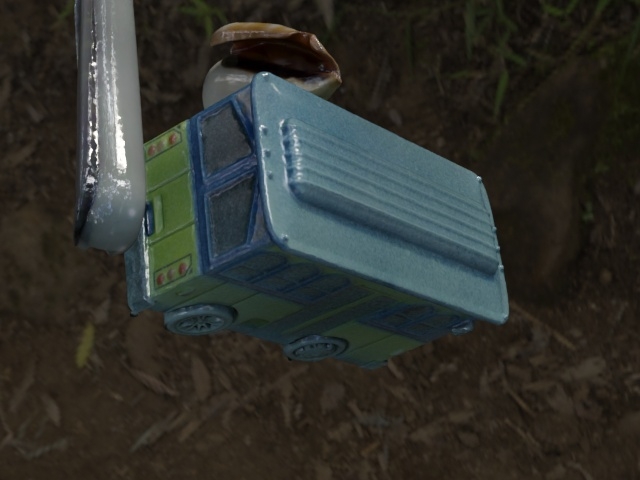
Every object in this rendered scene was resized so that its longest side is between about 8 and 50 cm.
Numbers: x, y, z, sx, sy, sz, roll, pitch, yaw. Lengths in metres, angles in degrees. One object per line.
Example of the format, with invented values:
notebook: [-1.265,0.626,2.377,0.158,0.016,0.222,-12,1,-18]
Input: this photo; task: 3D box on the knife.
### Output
knife: [-0.144,-0.099,0.833,0.040,0.073,0.265,8,48,-20]

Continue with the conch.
conch: [-0.048,-0.141,1.133,0.094,0.176,0.104,3,88,-19]

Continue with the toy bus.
toy bus: [0.000,0.000,1.069,0.190,0.312,0.152,-25,60,34]
